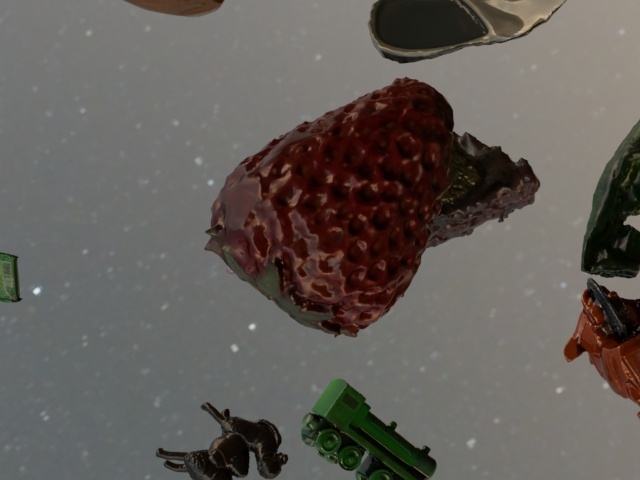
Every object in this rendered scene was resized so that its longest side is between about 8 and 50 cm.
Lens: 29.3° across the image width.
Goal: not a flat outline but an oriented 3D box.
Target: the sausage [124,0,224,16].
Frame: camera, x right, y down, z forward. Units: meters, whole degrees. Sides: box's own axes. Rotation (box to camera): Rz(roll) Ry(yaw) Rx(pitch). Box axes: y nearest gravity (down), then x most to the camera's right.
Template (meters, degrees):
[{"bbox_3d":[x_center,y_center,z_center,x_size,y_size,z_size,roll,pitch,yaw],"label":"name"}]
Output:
[{"bbox_3d":[-0.196,-0.308,1.227,0.241,0.136,0.120,27,-98,-38],"label":"sausage"}]

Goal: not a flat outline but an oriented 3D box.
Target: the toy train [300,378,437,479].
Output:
[{"bbox_3d":[0.080,0.328,1.927,0.251,0.119,0.085,39,169,-22],"label":"toy train"}]

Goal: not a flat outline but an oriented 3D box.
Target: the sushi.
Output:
[{"bbox_3d":[0.095,-0.049,1.293,0.241,0.161,0.107,27,170,24],"label":"sushi"}]

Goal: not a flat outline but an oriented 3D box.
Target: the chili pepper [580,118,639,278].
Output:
[{"bbox_3d":[0.430,-0.065,1.688,0.099,0.253,0.083,22,177,19],"label":"chili pepper"}]

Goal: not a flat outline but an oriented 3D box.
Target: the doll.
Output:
[{"bbox_3d":[-0.126,0.296,1.704,0.139,0.165,0.057,-45,-39,-25],"label":"doll"}]

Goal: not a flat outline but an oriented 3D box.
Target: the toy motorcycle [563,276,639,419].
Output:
[{"bbox_3d":[0.440,0.196,1.636,0.325,0.148,0.221,60,-176,10],"label":"toy motorcycle"}]

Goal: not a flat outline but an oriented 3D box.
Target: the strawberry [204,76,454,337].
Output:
[{"bbox_3d":[0.029,-0.040,1.105,0.205,0.244,0.205,39,176,4],"label":"strawberry"}]

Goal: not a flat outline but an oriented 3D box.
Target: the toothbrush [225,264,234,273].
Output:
[{"bbox_3d":[0.000,0.000,1.554,0.286,0.020,0.025,-16,-148,-34],"label":"toothbrush"}]

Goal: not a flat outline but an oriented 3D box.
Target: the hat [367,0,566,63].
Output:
[{"bbox_3d":[0.119,-0.253,0.912,0.161,0.232,0.275,-1,-154,-23],"label":"hat"}]

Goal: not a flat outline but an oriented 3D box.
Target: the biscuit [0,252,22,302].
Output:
[{"bbox_3d":[-0.414,0.047,1.600,0.046,0.089,0.016,9,-144,5],"label":"biscuit"}]
